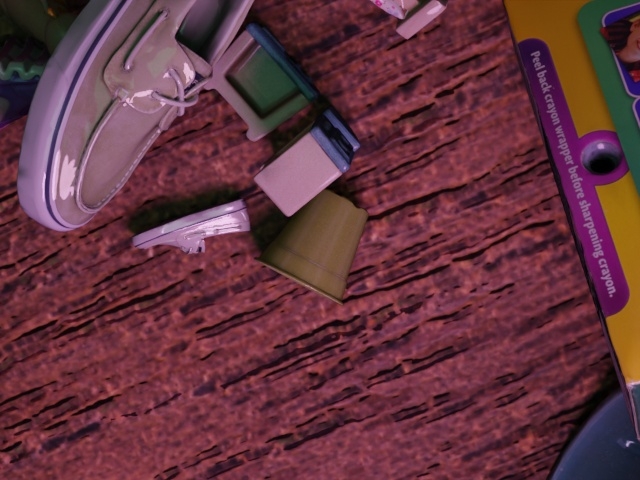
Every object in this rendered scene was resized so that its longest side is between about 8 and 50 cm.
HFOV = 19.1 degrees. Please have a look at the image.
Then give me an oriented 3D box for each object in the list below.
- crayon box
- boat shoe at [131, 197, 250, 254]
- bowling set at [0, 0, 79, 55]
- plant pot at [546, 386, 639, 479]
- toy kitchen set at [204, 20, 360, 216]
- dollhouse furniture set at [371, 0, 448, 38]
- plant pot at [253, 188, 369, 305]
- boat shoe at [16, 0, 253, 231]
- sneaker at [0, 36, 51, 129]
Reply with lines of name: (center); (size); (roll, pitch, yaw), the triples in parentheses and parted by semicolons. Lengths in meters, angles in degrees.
crayon box: (0.331, -0.068, 1.401); (0.313, 0.106, 0.363); (-16, 57, 5)
boat shoe: (-0.106, -0.005, 1.577); (0.100, 0.035, 0.035); (-18, 95, 0)
bowling set: (-0.190, -0.295, 1.447); (0.200, 0.154, 0.287); (-33, 131, -10)
plant pot: (0.344, 0.321, 1.472); (0.334, 0.341, 0.341); (21, 100, -8)
toy kitchen set: (-0.042, -0.143, 1.482); (0.122, 0.166, 0.207); (-41, 95, 10)
dollhouse furniture set: (0.019, -0.202, 1.346); (0.303, 0.355, 0.174); (39, 131, -17)
plant pot: (0.000, 0.000, 1.555); (0.083, 0.083, 0.079); (28, 87, -1)
boat shoe: (-0.128, -0.141, 1.433); (0.094, 0.109, 0.302); (23, 85, 30)
sneaker: (-0.295, -0.103, 1.549); (0.236, 0.095, 0.104); (-6, 106, 9)
